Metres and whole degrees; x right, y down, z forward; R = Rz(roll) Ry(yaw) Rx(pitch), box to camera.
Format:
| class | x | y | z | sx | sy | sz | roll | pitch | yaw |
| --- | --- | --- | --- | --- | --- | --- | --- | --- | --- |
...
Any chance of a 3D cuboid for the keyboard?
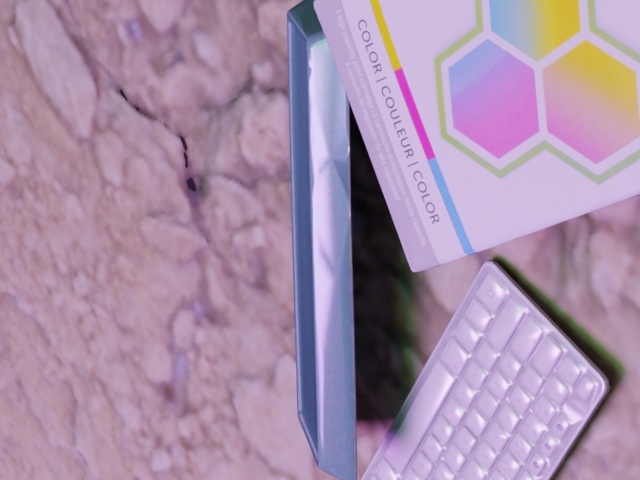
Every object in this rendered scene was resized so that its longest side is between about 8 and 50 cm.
| class | x | y | z | sx | sy | sz | roll | pitch | yaw |
| --- | --- | --- | --- | --- | --- | --- | --- | --- | --- |
| keyboard | 0.042 | 0.122 | 0.804 | 0.072 | 0.014 | 0.256 | 44 | 130 | 23 |

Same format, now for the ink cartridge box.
| class | x | y | z | sx | sy | sz | roll | pitch | yaw |
| --- | --- | --- | --- | --- | --- | --- | --- | --- | --- |
| ink cartridge box | 0.102 | -0.071 | 0.643 | 0.209 | 0.062 | 0.109 | -21 | 90 | 45 |

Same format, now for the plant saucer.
| class | x | y | z | sx | sy | sz | roll | pitch | yaw |
| --- | --- | --- | --- | --- | --- | --- | --- | --- | --- |
| plant saucer | 0.000 | 0.000 | 0.770 | 0.067 | 0.018 | 0.192 | -117 | 23 | -69 |
